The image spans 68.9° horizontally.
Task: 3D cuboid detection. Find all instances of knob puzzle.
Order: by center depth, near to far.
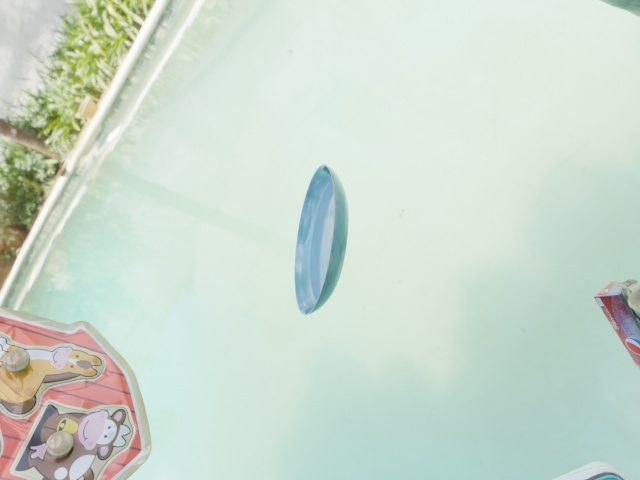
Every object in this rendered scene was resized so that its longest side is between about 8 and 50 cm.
[{"bbox_3d":[-0.234,0.148,0.382,0.030,0.213,0.213,128,148,-47],"label":"knob puzzle"}]

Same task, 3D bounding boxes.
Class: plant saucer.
[{"bbox_3d":[0.000,0.000,0.987,0.317,0.044,0.317,-173,90,-76],"label":"plant saucer"}]

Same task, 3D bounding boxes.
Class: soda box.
[{"bbox_3d":[0.911,0.245,1.343,0.092,0.263,0.083,-32,1,-22],"label":"soda box"}]

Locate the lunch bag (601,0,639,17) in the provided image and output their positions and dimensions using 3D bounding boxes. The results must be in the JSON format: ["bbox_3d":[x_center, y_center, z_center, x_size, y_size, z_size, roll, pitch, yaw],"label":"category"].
[{"bbox_3d":[0.178,-0.182,0.111,0.287,0.235,0.169,-160,85,-79],"label":"lunch bag"}]

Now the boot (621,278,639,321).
[{"bbox_3d":[0.855,0.206,1.161,0.090,0.248,0.207,-35,86,20],"label":"boot"}]

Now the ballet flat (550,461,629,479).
[{"bbox_3d":[0.581,0.675,1.187,0.400,0.139,0.139,-32,42,14],"label":"ballet flat"}]
